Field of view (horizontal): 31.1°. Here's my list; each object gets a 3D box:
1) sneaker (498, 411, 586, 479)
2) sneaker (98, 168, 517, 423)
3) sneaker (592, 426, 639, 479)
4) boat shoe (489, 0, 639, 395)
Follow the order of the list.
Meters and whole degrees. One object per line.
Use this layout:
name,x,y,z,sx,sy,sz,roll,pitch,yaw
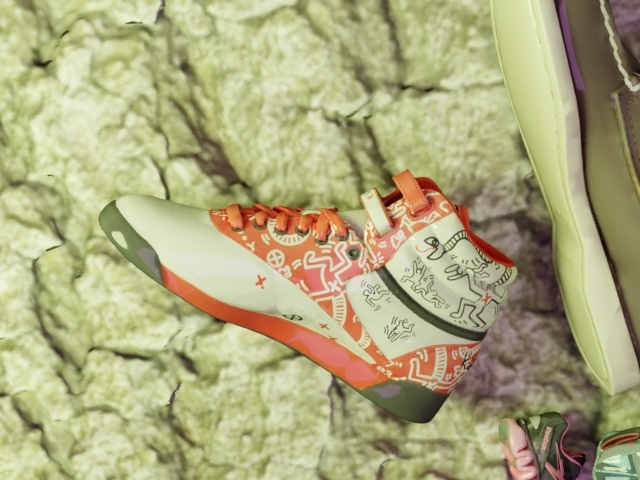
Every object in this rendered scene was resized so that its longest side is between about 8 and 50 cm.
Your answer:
sneaker,0.172,0.178,0.842,0.057,0.047,0.119,-19,106,-7
sneaker,0.001,0.000,0.768,0.270,0.090,0.145,30,102,-12
sneaker,0.264,0.234,0.842,0.125,0.104,0.262,-2,117,31
boat shoe,0.189,-0.056,0.742,0.096,0.116,0.324,-18,108,0
